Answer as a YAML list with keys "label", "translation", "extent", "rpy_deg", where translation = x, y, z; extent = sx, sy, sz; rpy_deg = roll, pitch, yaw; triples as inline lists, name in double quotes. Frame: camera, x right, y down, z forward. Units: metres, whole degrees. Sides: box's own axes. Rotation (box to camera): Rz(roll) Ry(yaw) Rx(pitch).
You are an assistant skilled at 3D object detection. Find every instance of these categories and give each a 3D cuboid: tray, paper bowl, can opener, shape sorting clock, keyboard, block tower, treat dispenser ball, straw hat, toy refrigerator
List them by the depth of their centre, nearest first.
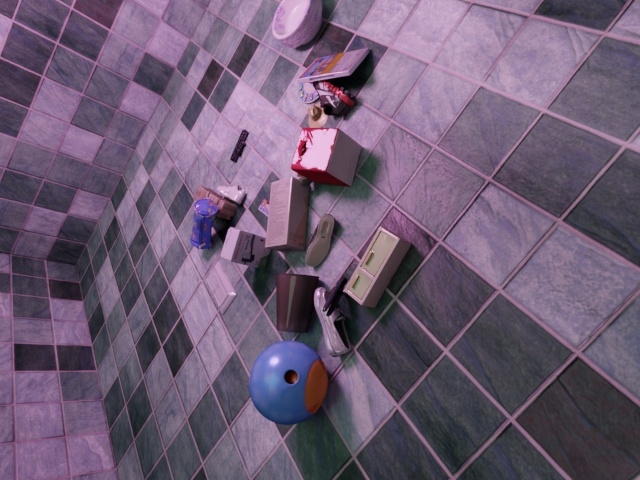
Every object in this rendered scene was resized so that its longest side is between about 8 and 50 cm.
- label: "toy refrigerator"
  translation: [0.201, 0.096, 1.443]
  extent: [0.102, 0.094, 0.270]
  rpy_deg: [38, 104, 42]
- label: "treat dispenser ball"
  translation: [-0.116, 0.512, 1.468]
  extent: [0.288, 0.288, 0.288]
  rpy_deg: [-15, 67, 39]
- label: "can opener"
  translation: [0.059, 0.204, 1.506]
  extent: [0.073, 0.059, 0.186]
  rpy_deg: [-23, 18, 49]
- label: "straw hat"
  translation: [-0.028, -0.598, 1.892]
  extent: [0.144, 0.061, 0.145]
  rpy_deg: [-15, 67, 38]
- label: "shape sorting clock"
  translation: [-0.040, -0.771, 1.971]
  extent: [0.206, 0.040, 0.206]
  rpy_deg: [-15, 67, 39]
- label: "paper bowl"
  translation: [-0.105, -1.127, 2.067]
  extent: [0.284, 0.148, 0.284]
  rpy_deg: [-14, 69, 39]
- label: "tray"
  translation: [-0.531, 0.243, 2.114]
  extent: [0.145, 0.030, 0.270]
  rpy_deg: [-54, 48, 17]
- label: "block tower"
  translation: [-0.601, -0.216, 2.276]
  extent: [0.335, 0.097, 0.091]
  rpy_deg: [31, 98, 44]
- label: "keyboard"
  translation: [-0.465, -0.541, 2.292]
  extent: [0.100, 0.038, 0.192]
  rpy_deg: [29, 98, 43]

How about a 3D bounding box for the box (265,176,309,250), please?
- label: "box"
  translation: [-0.146, -0.112, 1.806]
  extent: [0.148, 0.121, 0.311]
  rpy_deg: [-7, 72, 41]

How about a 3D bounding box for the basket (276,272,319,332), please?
- label: "basket"
  translation: [-0.105, 0.253, 1.641]
  extent: [0.204, 0.154, 0.227]
  rpy_deg: [-2, 80, 43]

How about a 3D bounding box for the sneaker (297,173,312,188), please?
- label: "sneaker"
  translation: [-0.042, -0.314, 1.811]
  extent: [0.064, 0.086, 0.192]
  rpy_deg: [9, 53, 27]

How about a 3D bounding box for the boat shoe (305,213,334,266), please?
- label: "boat shoe"
  translation: [0.000, 0.000, 1.685]
  extent: [0.079, 0.084, 0.233]
  rpy_deg: [-106, 35, -77]

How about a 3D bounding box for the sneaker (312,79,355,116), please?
- label: "sneaker"
  translation: [0.034, -0.643, 1.816]
  extent: [0.135, 0.097, 0.276]
  rpy_deg: [-54, 53, 15]

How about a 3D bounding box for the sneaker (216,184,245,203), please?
- label: "sneaker"
  translation: [-0.480, -0.270, 2.207]
  extent: [0.212, 0.080, 0.094]
  rpy_deg: [28, 85, 37]

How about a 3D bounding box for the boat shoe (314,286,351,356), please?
- label: "boat shoe"
  translation: [0.050, 0.296, 1.520]
  extent: [0.088, 0.096, 0.268]
  rpy_deg: [-28, 61, 29]

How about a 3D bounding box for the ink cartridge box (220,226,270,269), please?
- label: "ink cartridge box"
  translation: [-0.339, 0.039, 1.876]
  extent: [0.086, 0.208, 0.153]
  rpy_deg: [13, 86, 44]

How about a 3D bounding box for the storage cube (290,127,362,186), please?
- label: "storage cube"
  translation: [0.026, -0.341, 1.663]
  extent: [0.193, 0.215, 0.184]
  rpy_deg: [13, 85, 38]

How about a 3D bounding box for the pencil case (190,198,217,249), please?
- label: "pencil case"
  translation: [-0.626, -0.077, 2.161]
  extent: [0.306, 0.119, 0.133]
  rpy_deg: [113, 157, -43]

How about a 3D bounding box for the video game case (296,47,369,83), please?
- label: "video game case"
  translation: [0.054, -0.780, 1.807]
  extent: [0.285, 0.025, 0.204]
  rpy_deg: [8, 51, 36]

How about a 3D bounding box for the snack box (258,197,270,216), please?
- label: "snack box"
  translation: [-0.239, -0.143, 1.970]
  extent: [0.178, 0.022, 0.064]
  rpy_deg: [36, 104, 42]
